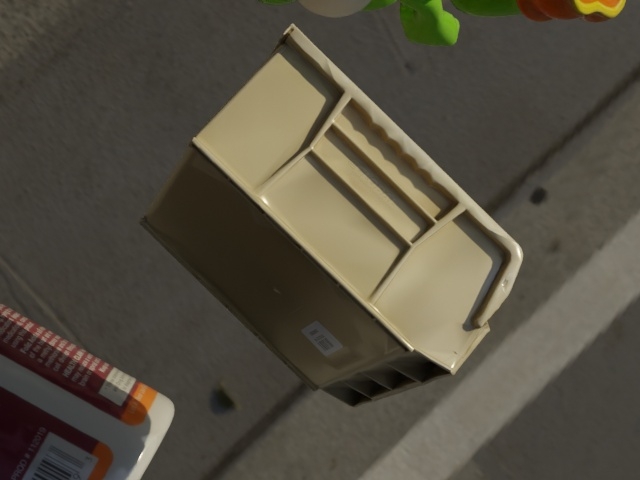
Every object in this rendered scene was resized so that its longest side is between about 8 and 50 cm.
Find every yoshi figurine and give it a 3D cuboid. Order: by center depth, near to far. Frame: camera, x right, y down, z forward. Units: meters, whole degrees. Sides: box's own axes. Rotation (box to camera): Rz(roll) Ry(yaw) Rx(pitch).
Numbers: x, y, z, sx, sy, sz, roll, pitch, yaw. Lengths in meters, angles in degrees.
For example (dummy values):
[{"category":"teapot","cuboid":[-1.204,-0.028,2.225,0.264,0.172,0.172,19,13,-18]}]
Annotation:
[{"category":"yoshi figurine","cuboid":[0.095,-0.267,1.169,0.203,0.362,0.203,38,65,-45]}]

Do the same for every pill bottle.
[{"category":"pill bottle","cuboid":[-0.367,0.165,1.341,0.392,0.224,0.224,30,96,-3]}]

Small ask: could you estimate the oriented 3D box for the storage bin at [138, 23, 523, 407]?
[{"category":"storage bin","cuboid":[0.000,0.000,1.079,0.260,0.262,0.123,44,69,-3]}]
